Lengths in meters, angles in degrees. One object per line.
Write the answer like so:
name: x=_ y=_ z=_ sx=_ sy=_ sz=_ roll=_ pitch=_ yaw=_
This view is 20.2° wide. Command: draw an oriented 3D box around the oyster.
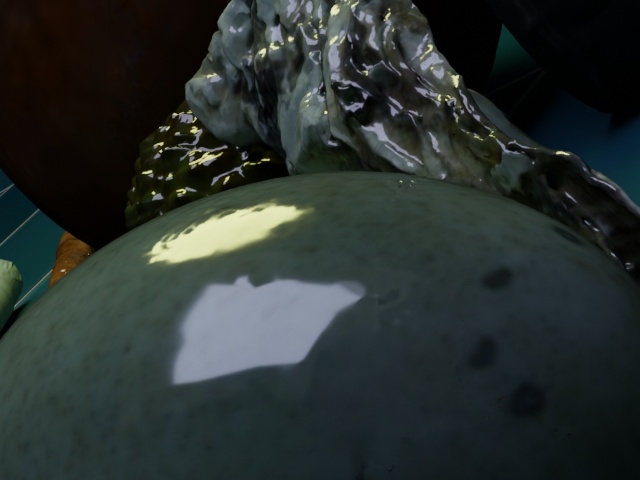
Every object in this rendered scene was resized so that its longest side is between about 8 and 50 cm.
oyster: x=0.049 y=-0.025 z=0.587 sx=0.087 sy=0.252 sz=0.199 roll=-57 pitch=-12 yaw=3

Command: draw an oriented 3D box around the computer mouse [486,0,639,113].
computer mouse: x=0.159 y=-0.172 z=0.979 sx=0.086 sy=0.137 sz=0.270 roll=-37 pitch=10 yaw=30

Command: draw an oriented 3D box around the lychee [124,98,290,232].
lychee: x=0.000 y=0.000 z=0.756 sx=0.171 sy=0.171 sz=0.171 roll=-34 pitch=13 yaw=9

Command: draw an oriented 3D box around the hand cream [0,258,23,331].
hand cream: x=-0.294 y=0.078 z=1.491 sx=0.078 sy=0.050 sz=0.205 roll=-32 pitch=17 yaw=18

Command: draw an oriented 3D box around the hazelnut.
hazelnut: x=-0.068 y=-0.167 z=1.102 sx=0.359 sy=0.359 sz=0.409 roll=-40 pitch=28 yaw=-13

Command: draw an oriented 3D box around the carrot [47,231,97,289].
carrot: x=-0.204 y=0.024 z=1.476 sx=0.035 sy=0.036 sz=0.165 roll=-35 pitch=15 yaw=9

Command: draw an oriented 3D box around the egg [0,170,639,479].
egg: x=-0.006 y=0.069 z=0.484 sx=0.236 sy=0.169 sz=0.169 roll=-25 pitch=17 yaw=47
